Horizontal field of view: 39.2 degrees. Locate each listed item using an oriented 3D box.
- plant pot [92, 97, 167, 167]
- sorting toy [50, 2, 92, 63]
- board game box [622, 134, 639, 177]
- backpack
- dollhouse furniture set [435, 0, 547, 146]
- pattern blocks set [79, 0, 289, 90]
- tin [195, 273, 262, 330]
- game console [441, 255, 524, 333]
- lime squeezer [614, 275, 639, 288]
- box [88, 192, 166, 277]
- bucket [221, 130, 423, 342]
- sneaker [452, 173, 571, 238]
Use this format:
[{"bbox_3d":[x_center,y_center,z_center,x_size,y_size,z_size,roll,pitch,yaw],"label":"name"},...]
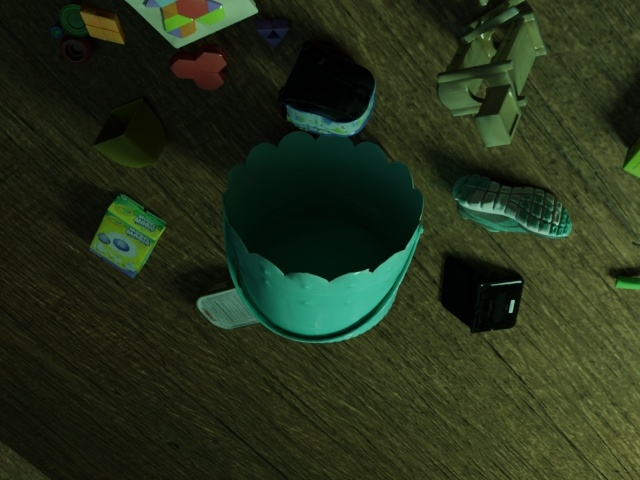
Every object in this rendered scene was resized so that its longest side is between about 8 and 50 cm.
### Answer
[{"bbox_3d":[-0.293,-0.161,1.423,0.081,0.081,0.083,-11,138,38],"label":"plant pot"},{"bbox_3d":[-0.365,-0.314,1.336,0.061,0.042,0.102,14,129,-5],"label":"sorting toy"},{"bbox_3d":[0.467,-0.084,1.069,0.181,0.043,0.092,28,141,2],"label":"board game box"},{"bbox_3d":[0.014,-0.190,1.187,0.114,0.105,0.084,20,162,10],"label":"backpack"},{"bbox_3d":[0.161,-0.219,1.000,0.101,0.182,0.161,-4,130,35],"label":"dollhouse furniture set"},{"bbox_3d":[-0.183,-0.316,1.120,0.325,0.026,0.285,26,140,-38],"label":"pattern blocks set"},{"bbox_3d":[-0.156,0.116,1.669,0.190,0.040,0.106,-16,119,41],"label":"tin"},{"bbox_3d":[0.251,0.081,1.403,0.107,0.071,0.122,-7,137,-4],"label":"game console"},{"bbox_3d":[0.557,0.089,1.191,0.310,0.059,0.110,18,139,12],"label":"lime squeezer"},{"bbox_3d":[-0.354,-0.009,1.648,0.105,0.043,0.179,34,139,-6],"label":"box"},{"bbox_3d":[0.000,0.000,1.278,0.281,0.281,0.183,18,142,14],"label":"bucket"},{"bbox_3d":[0.263,-0.038,1.242,0.167,0.065,0.076,22,157,14],"label":"sneaker"}]
